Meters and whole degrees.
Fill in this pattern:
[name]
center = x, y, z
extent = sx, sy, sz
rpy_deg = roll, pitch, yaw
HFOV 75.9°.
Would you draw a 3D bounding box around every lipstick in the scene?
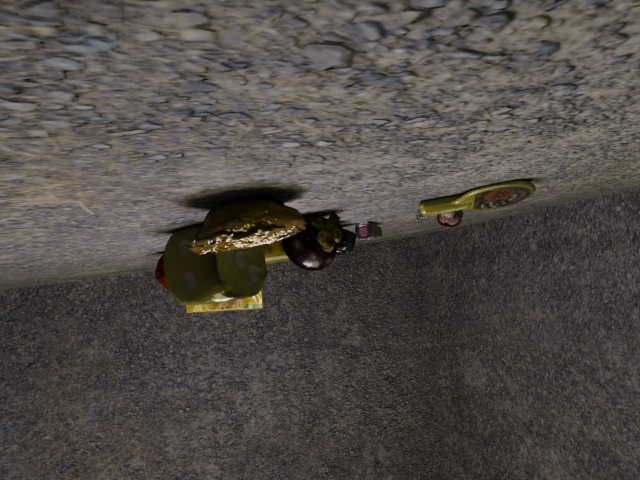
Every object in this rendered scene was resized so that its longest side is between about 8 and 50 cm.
[lipstick]
center = 0.237, -0.042, 1.970
extent = 0.079, 0.077, 0.253
rpy_deg = -9, 177, 20

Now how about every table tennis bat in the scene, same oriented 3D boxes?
[table tennis bat]
center = 0.515, -0.135, 1.370
extent = 0.369, 0.054, 0.224
rpy_deg = -9, 165, 17

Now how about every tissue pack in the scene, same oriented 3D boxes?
[tissue pack]
center = -0.492, 0.207, 2.105
extent = 0.382, 0.228, 0.293
rpy_deg = -2, -151, -10

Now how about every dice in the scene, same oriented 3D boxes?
[dice]
center = -0.326, 0.073, 1.283
extent = 0.227, 0.233, 0.238
rpy_deg = -10, 175, 31

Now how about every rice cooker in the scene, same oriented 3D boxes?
[rice cooker]
center = 0.070, 0.004, 1.882
extent = 0.142, 0.118, 0.203
rpy_deg = 14, 164, -38

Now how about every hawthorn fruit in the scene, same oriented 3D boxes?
[hawthorn fruit]
center = -0.649, 0.130, 1.863
extent = 0.185, 0.185, 0.202
rpy_deg = -8, -170, -14

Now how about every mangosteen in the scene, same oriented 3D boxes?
[mangosteen]
center = -0.019, -0.009, 1.360
extent = 0.217, 0.192, 0.192
rpy_deg = -52, 158, 19

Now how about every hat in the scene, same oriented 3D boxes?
[hat]
center = 0.543, -0.112, 1.730
extent = 0.112, 0.093, 0.162
rpy_deg = -20, 155, 16

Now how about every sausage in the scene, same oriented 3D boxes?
[sausage]
center = -0.209, 0.039, 1.819
extent = 0.347, 0.123, 0.123
rpy_deg = -7, 176, -16

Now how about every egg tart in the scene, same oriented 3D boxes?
[egg tart]
center = -0.175, -0.041, 0.944
extent = 0.291, 0.106, 0.291
rpy_deg = -13, 175, -1

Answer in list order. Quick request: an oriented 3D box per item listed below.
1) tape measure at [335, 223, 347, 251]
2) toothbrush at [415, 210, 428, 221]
[tape measure]
center = 0.000, 0.000, 1.700
extent = 0.202, 0.135, 0.223
rpy_deg = -26, 168, 41
[toothbrush]
center = 0.514, -0.135, 1.548
extent = 0.035, 0.042, 0.413
rpy_deg = -6, 173, -34
